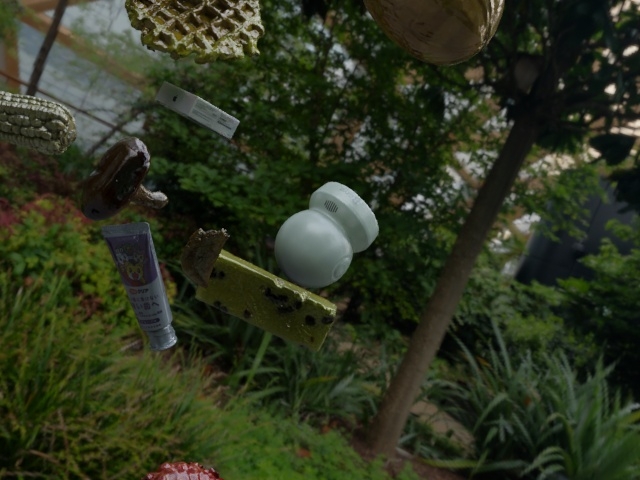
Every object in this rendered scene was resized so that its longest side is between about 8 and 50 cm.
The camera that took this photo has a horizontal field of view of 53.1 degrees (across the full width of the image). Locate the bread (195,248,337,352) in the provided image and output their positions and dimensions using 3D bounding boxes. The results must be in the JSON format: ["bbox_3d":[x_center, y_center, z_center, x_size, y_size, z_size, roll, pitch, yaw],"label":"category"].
[{"bbox_3d":[-0.135,0.160,1.652,0.361,0.138,0.077,26,8,-8],"label":"bread"}]

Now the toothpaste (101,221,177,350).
[{"bbox_3d":[-0.386,0.101,1.404,0.114,0.299,0.073,-4,24,18],"label":"toothpaste"}]

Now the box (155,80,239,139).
[{"bbox_3d":[-0.266,-0.280,1.383,0.129,0.051,0.130,31,4,38],"label":"box"}]

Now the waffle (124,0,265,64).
[{"bbox_3d":[-0.271,-0.495,1.367,0.302,0.325,0.068,-1,-35,-23],"label":"waffle"}]

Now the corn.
[{"bbox_3d":[-0.492,-0.194,1.009,0.211,0.087,0.087,14,-1,-1],"label":"corn"}]

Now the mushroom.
[{"bbox_3d":[-0.465,-0.116,1.596,0.148,0.227,0.217,31,-10,34],"label":"mushroom"}]

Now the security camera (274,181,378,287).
[{"bbox_3d":[0.000,0.000,1.523,0.194,0.236,0.194,37,-23,18],"label":"security camera"}]

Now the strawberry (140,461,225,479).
[{"bbox_3d":[-0.161,0.427,0.918,0.244,0.205,0.205,3,-12,30],"label":"strawberry"}]

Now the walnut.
[{"bbox_3d":[0.147,-0.325,0.836,0.197,0.165,0.165,50,7,18],"label":"walnut"}]

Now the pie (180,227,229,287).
[{"bbox_3d":[-0.271,0.033,1.466,0.092,0.170,0.034,20,28,-20],"label":"pie"}]
